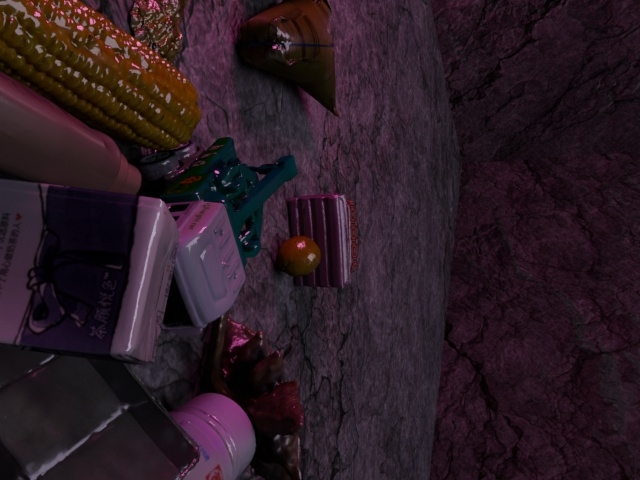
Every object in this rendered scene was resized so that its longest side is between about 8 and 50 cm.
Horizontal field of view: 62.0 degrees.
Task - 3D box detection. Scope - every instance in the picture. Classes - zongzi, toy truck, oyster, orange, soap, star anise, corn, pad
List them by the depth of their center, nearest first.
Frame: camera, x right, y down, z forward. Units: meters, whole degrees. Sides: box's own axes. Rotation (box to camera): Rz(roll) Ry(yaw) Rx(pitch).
[{"bbox_3d":[-0.245,0.187,0.535,0.233,0.022,0.174,50,42,2],"label":"pad"},{"bbox_3d":[-0.260,-0.192,0.584,0.363,0.121,0.120,20,70,-64],"label":"corn"},{"bbox_3d":[-0.160,-0.029,0.701,0.363,0.178,0.176,-66,148,-58],"label":"toy truck"},{"bbox_3d":[-0.226,-0.321,0.779,0.146,0.045,0.121,-58,154,-51],"label":"oyster"},{"bbox_3d":[-0.109,0.246,0.847,0.109,0.292,0.349,-24,140,-32],"label":"star anise"},{"bbox_3d":[-0.045,-0.339,1.095,0.260,0.123,0.289,-57,144,-45],"label":"zongzi"},{"bbox_3d":[-0.047,0.035,1.107,0.095,0.085,0.085,-37,125,-35],"label":"orange"},{"bbox_3d":[0.000,0.000,1.170,0.065,0.122,0.203,-19,107,-65],"label":"soap"}]

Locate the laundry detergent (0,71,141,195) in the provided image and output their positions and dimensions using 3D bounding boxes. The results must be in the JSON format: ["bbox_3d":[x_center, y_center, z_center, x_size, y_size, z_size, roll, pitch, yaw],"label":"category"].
[{"bbox_3d":[-0.281,-0.108,0.478,0.076,0.171,0.237,-59,154,1],"label":"laundry detergent"}]

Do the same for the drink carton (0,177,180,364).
[{"bbox_3d":[-0.249,0.026,0.457,0.102,0.223,0.134,109,-12,-74],"label":"drink carton"}]

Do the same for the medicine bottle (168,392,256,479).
[{"bbox_3d":[-0.197,0.302,0.665,0.254,0.152,0.151,-25,112,-66],"label":"medicine bottle"}]

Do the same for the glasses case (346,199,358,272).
[{"bbox_3d":[0.067,-0.011,1.413,0.073,0.049,0.194,-4,93,-68],"label":"glasses case"}]
